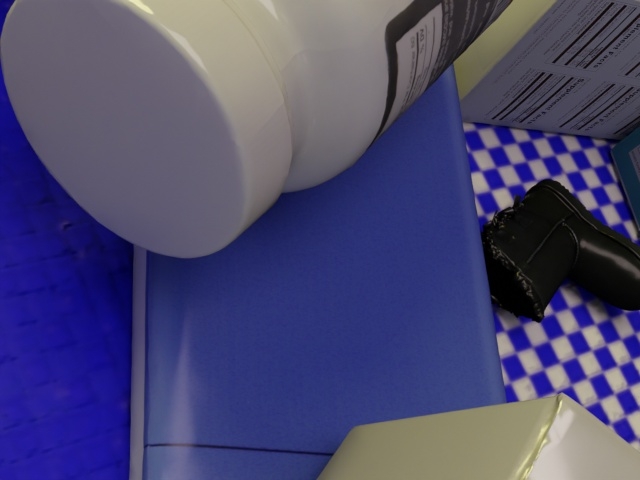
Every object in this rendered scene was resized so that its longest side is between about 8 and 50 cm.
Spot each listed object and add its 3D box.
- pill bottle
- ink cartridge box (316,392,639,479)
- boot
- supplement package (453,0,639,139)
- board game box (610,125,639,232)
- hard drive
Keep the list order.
[{"bbox_3d":[-0.010,-0.123,0.488,0.162,0.162,0.278,44,51,-1],"label":"pill bottle"},{"bbox_3d":[0.095,0.219,0.360,0.270,0.198,0.197,38,68,-7],"label":"ink cartridge box"},{"bbox_3d":[0.155,0.020,0.635,0.121,0.045,0.099,45,48,8],"label":"boot"},{"bbox_3d":[0.187,-0.196,0.709,0.203,0.149,0.194,3,62,-28],"label":"supplement package"},{"bbox_3d":[0.405,0.033,0.752,0.336,0.079,0.254,3,62,-30],"label":"board game box"},{"bbox_3d":[0.000,0.000,0.557,0.210,0.040,0.319,10,59,-25],"label":"hard drive"}]
